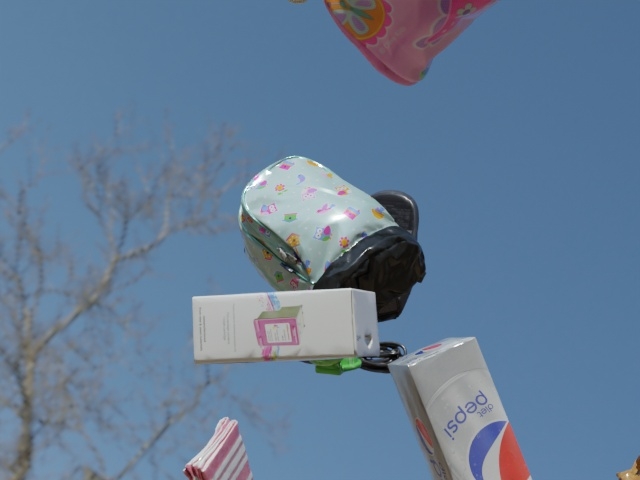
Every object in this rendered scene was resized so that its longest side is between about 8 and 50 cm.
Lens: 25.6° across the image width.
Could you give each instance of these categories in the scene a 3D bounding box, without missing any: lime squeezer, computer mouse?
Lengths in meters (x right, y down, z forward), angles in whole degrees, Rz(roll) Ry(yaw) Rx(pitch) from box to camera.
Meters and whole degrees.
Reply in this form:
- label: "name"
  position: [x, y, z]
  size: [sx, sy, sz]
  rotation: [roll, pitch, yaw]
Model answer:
- label: "lime squeezer"
  position: [0.012, 0.108, 1.634]
  size: [0.058, 0.110, 0.310]
  rotation: [-12, -30, 9]
- label: "computer mouse"
  position: [0.045, 0.060, 1.918]
  size: [0.184, 0.262, 0.060]
  rotation: [-1, -22, 20]

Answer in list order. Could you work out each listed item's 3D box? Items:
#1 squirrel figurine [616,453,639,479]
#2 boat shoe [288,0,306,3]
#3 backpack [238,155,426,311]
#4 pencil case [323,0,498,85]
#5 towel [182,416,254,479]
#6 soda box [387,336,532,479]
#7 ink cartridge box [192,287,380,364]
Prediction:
- label: "squirrel figurine"
  position: [0.238, 0.248, 0.802]
  size: [0.370, 0.281, 0.397]
  rotation: [-28, -61, 26]
- label: "boat shoe"
  position: [-0.023, -0.336, 1.647]
  size: [0.046, 0.038, 0.125]
  rotation: [4, -41, 2]
- label: "backpack"
  position: [0.000, 0.000, 1.425]
  size: [0.182, 0.152, 0.115]
  rotation: [37, -36, 34]
- label: "pencil case"
  position: [0.122, -0.245, 1.046]
  size: [0.124, 0.124, 0.284]
  rotation: [43, -63, -6]
- label: "towel"
  position: [-0.111, 0.333, 1.730]
  size: [0.029, 0.144, 0.197]
  rotation: [-10, -76, 18]
- label: "soda box"
  position: [0.179, 0.258, 1.634]
  size: [0.098, 0.091, 0.286]
  rotation: [159, -90, -77]
- label: "ink cartridge box"
  position: [-0.023, 0.064, 1.043]
  size: [0.122, 0.052, 0.088]
  rotation: [-2, -4, 13]
